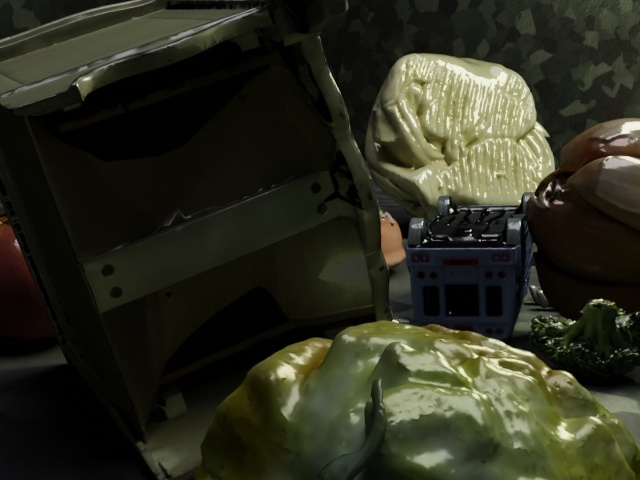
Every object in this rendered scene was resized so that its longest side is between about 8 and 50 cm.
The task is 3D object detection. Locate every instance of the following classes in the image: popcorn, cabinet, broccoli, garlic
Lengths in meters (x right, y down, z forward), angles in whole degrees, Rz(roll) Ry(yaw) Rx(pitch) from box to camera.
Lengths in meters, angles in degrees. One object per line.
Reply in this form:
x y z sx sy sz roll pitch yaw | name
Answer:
0.034 0.130 0.348 0.198 0.198 0.212 6 43 18 | popcorn
-0.103 -0.029 0.751 0.227 0.289 0.318 -23 21 -20 | cabinet
0.251 0.085 0.924 0.095 0.092 0.097 -28 41 -31 | broccoli
0.316 -0.020 1.065 0.191 0.214 0.160 22 51 9 | garlic

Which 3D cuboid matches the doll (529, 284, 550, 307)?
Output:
0.370 0.035 1.225 0.228 0.075 0.102 -20 10 1 | doll

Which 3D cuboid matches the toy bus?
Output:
0.182 0.024 1.147 0.126 0.133 0.292 0 10 16 | toy bus

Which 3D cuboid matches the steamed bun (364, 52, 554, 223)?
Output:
0.241 -0.148 1.836 0.346 0.394 0.237 -43 1 -22 | steamed bun

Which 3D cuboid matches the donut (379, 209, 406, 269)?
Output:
0.000 0.000 1.395 0.233 0.085 0.199 3 10 14 | donut

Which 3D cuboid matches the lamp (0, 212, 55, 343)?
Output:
-0.289 0.026 0.980 0.182 0.140 0.182 -2 11 0 | lamp

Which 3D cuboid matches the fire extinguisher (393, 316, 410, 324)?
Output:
0.051 0.090 1.041 0.083 0.022 0.028 3 39 2 | fire extinguisher
